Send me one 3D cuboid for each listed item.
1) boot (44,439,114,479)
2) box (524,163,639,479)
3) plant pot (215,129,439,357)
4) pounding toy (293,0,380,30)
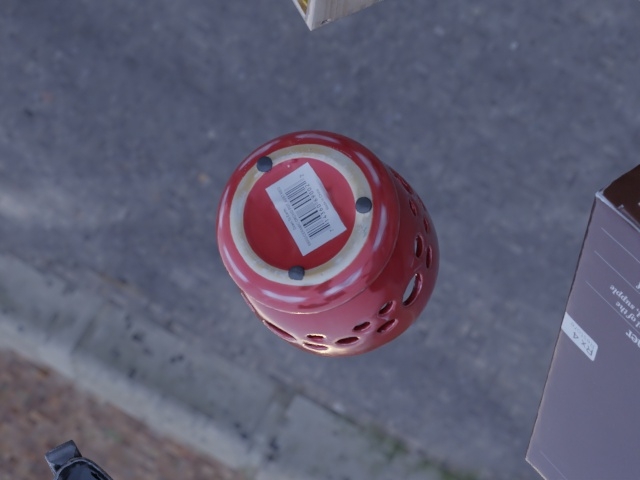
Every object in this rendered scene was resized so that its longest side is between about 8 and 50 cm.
[{"bbox_3d":[-0.094,0.255,1.139,0.263,0.091,0.229,57,168,12],"label":"boot"},{"bbox_3d":[0.298,0.107,1.555,0.191,0.143,0.381,46,153,28],"label":"box"},{"bbox_3d":[0.000,0.000,1.759,0.191,0.191,0.174,20,173,21],"label":"plant pot"},{"bbox_3d":[0.013,-0.274,1.681,0.181,0.094,0.206,61,165,19],"label":"pounding toy"}]
